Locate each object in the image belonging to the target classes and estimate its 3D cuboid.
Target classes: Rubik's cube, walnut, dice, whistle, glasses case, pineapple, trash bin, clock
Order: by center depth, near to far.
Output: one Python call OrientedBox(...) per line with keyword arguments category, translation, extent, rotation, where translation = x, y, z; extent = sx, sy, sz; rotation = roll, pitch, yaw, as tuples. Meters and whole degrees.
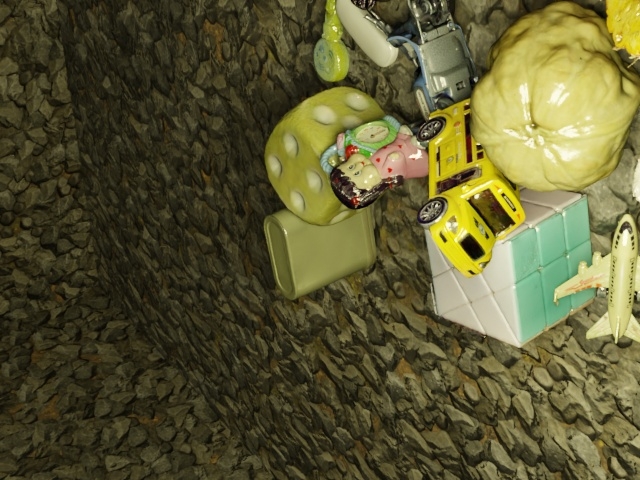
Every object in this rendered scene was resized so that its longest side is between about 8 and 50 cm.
OrientedBox(category="pineapple", translation=(0.473, -0.369, 1.400), extent=(0.135, 0.080, 0.233), rotation=(169, 103, -83))
OrientedBox(category="walnut", translation=(0.375, -0.225, 1.511), extent=(0.253, 0.277, 0.282), rotation=(-32, 111, 37))
OrientedBox(category="Rubik's cube", translation=(0.356, 0.035, 1.779), extent=(0.221, 0.225, 0.231), rotation=(20, 128, 51))
OrientedBox(category="clock", translation=(0.099, -0.156, 1.910), extent=(0.194, 0.195, 0.100), rotation=(47, 161, 44))
OrientedBox(category="glasses case", translation=(0.097, -0.451, 1.999), extent=(0.193, 0.049, 0.074), rotation=(53, 148, 18))
OrientedBox(category="whistle", translation=(0.030, -0.452, 2.109), extent=(0.104, 0.057, 0.198), rotation=(38, 133, 46))
OrientedBox(category="dice", translation=(0.028, -0.187, 2.130), extent=(0.233, 0.227, 0.238), rotation=(54, 147, 15))
OrientedBox(category="trash bin", translation=(0.000, 0.000, 2.288), extent=(0.121, 0.247, 0.243), rotation=(24, 132, 51))

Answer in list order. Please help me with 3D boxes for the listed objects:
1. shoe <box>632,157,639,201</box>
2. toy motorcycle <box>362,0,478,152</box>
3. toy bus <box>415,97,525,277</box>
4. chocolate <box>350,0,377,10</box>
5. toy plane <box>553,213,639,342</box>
OrientedBox(category="shoe", translation=(0.562, -0.180, 1.330), extent=(0.172, 0.198, 0.351), rotation=(29, 136, 42))
OrientedBox(category="toy motorcycle", translation=(0.212, -0.330, 1.836), extent=(0.213, 0.125, 0.358), rotation=(12, 124, 59))
OrientedBox(category="toy bus", translation=(0.263, -0.102, 1.635), extent=(0.151, 0.331, 0.145), rotation=(-24, 128, 26))
OrientedBox(category="chocolate", translation=(0.117, -0.530, 1.910), extent=(0.147, 0.072, 0.070), rotation=(-38, 38, 51))
OrientedBox(category="toy plane", translation=(0.529, 0.068, 1.650), extent=(0.229, 0.092, 0.244), rotation=(6, 107, 20))
